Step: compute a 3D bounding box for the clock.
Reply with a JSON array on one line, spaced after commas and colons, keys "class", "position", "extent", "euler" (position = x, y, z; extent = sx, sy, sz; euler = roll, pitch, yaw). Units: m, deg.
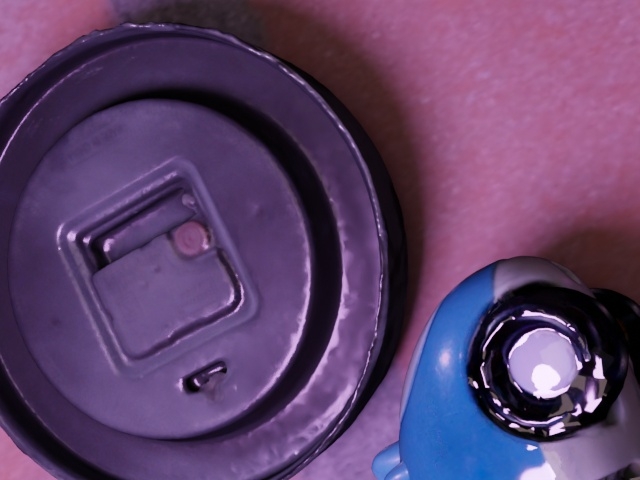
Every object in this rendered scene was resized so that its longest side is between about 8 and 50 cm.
[{"class": "clock", "position": [-0.099, 0.018, 1.026], "extent": [0.325, 0.067, 0.325], "euler": [1, 94, 21]}]

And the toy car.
[{"class": "toy car", "position": [0.126, 0.141, 0.920], "extent": [0.190, 0.188, 0.255], "euler": [-22, 82, 18]}]
